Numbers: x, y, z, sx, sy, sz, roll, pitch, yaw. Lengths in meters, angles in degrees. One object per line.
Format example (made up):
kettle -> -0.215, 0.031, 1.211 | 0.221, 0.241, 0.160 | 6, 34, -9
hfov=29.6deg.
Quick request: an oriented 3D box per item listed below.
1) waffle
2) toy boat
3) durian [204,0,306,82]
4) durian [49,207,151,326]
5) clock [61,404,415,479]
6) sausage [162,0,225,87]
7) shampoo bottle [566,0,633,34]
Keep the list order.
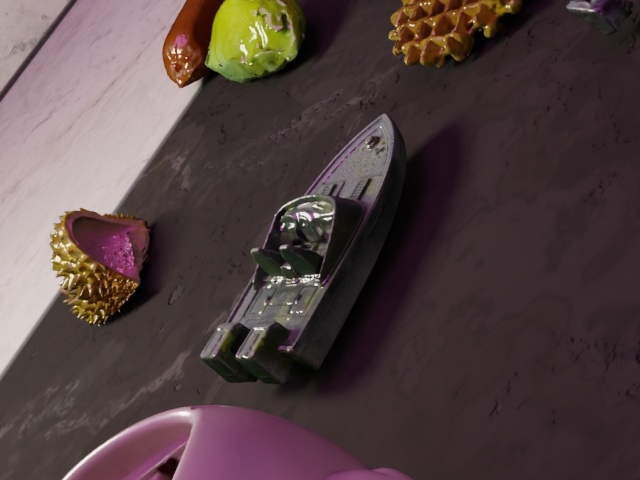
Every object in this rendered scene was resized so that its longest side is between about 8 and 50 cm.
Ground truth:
waffle -> 0.170, -0.286, 1.365 | 0.229, 0.051, 0.231 | -38, 28, 22
toy boat -> 0.000, 0.000, 1.191 | 0.141, 0.092, 0.319 | -7, 47, 53
durian -> -0.087, -0.297, 1.746 | 0.250, 0.101, 0.139 | -4, 86, 56
durian -> -0.291, 0.032, 1.626 | 0.132, 0.165, 0.182 | -8, 57, -4
clock -> -0.077, 0.291, 0.725 | 0.368, 0.250, 0.376 | -39, 27, 21
sausage -> -0.179, -0.387, 2.015 | 0.097, 0.094, 0.348 | -24, 34, 39
shampoo bottle -> 0.342, -0.318, 1.113 | 0.309, 0.071, 0.098 | -54, 29, -7
